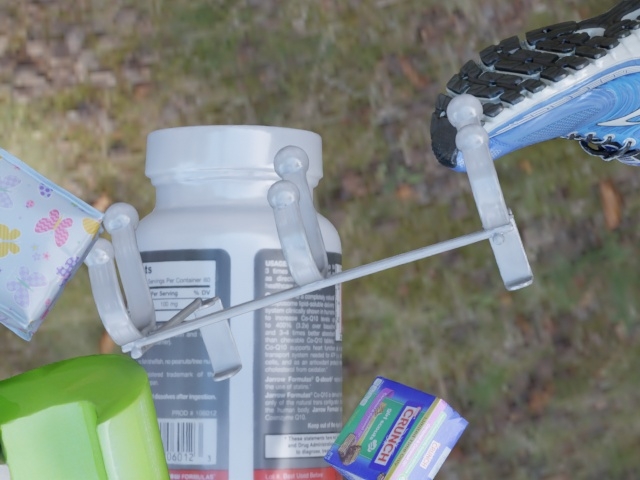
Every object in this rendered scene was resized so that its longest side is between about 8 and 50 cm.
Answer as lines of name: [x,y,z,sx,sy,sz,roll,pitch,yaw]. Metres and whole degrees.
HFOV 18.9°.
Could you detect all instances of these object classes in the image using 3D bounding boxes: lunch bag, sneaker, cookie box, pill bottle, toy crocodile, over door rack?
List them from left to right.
toy crocodile: [-0.230,0.091,0.752,0.340,0.105,0.115,0,98,-13]
lunch bag: [-0.156,-0.004,0.933,0.083,0.071,0.053,32,167,-2]
pill bottle: [-0.082,0.078,1.864,0.210,0.363,0.210,0,176,0]
over door rack: [0.000,0.000,1.195,0.239,0.108,0.324,-17,171,6]
cookie box: [0.064,0.172,1.650,0.040,0.107,0.092,40,77,-28]
sneaker: [0.250,-0.118,1.684,0.330,0.130,0.147,-21,114,-18]
